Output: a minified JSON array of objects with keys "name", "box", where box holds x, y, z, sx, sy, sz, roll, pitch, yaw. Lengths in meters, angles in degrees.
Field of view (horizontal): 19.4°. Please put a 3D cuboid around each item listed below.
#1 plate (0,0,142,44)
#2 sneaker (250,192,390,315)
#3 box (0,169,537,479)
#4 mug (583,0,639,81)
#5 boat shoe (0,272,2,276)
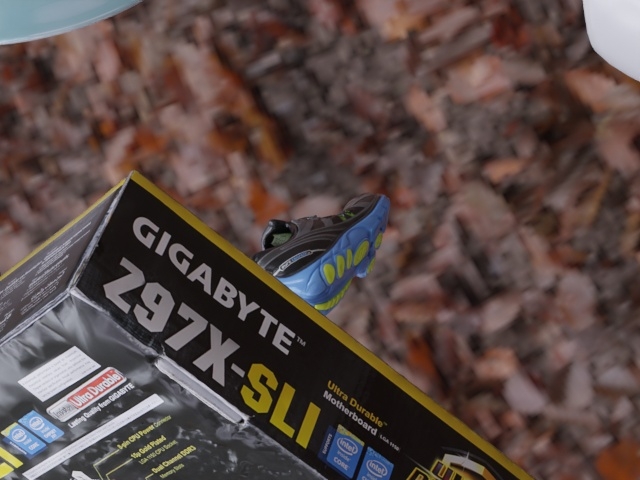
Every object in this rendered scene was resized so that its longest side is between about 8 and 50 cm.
[{"name":"plate","box":[-0.155,-0.168,1.066,0.188,0.188,0.024,19,136,40]},{"name":"sneaker","box":[0.000,0.000,1.379,0.078,0.188,0.067,21,113,14]},{"name":"box","box":[-0.088,0.132,0.876,0.257,0.079,0.322,39,135,-17]},{"name":"mug","box":[0.348,-0.236,1.206,0.328,0.374,0.276,2,142,16]},{"name":"boat shoe","box":[-0.244,0.046,1.048,0.302,0.094,0.109,-9,83,51]}]
